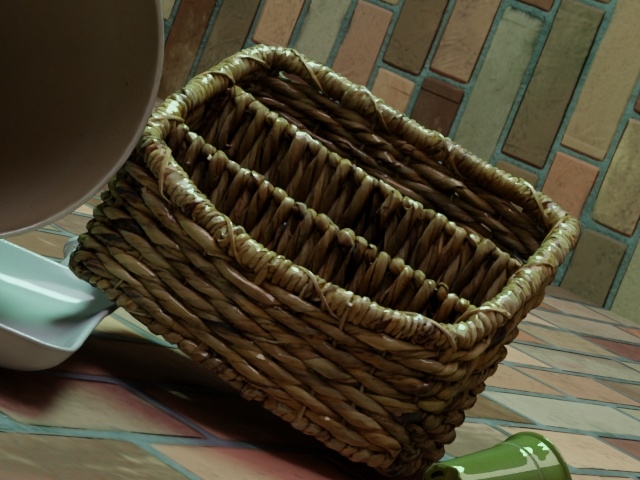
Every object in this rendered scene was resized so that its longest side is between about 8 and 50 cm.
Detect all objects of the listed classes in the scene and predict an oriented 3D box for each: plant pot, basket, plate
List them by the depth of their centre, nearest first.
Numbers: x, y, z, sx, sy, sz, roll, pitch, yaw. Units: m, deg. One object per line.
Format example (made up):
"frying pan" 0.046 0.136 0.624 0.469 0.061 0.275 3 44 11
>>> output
"plant pot" 0.107 0.167 1.253 0.079 0.083 0.083 1 18 -36
"plate" -0.280 0.020 1.303 0.278 0.045 0.277 21 6 0
"plant pot" -0.275 -0.139 1.355 0.284 0.284 0.191 18 -9 -24
"basket" 0.000 0.000 1.376 0.299 0.223 0.213 33 6 15

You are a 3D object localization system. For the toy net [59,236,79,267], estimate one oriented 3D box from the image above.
"toy net" -0.155 0.023 1.661 0.232 0.045 0.122 14 10 -47
